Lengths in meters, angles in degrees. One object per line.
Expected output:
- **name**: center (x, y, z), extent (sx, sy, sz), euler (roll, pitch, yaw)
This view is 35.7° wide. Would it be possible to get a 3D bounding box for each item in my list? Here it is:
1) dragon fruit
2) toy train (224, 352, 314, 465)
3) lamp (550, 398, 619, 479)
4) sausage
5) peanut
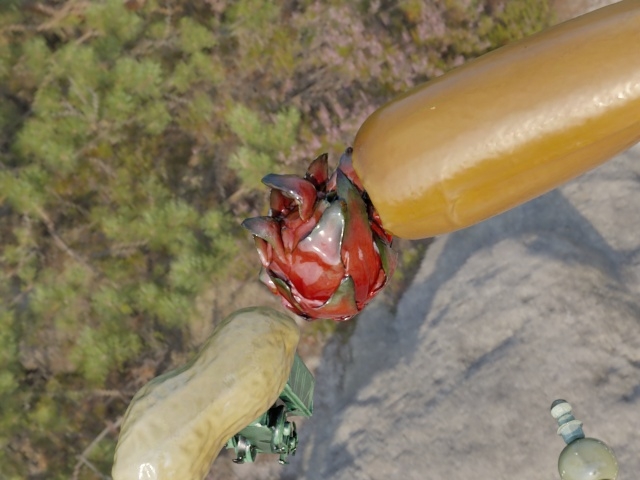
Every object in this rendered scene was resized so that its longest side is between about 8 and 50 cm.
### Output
- **dragon fruit**: center (0.007, 0.001, 0.860), extent (0.121, 0.142, 0.130), euler (6, 49, 13)
- **toy train**: center (-0.083, 0.234, 1.422), extent (0.115, 0.269, 0.154), euler (-2, 69, 9)
- **lamp**: center (0.401, 0.317, 1.554), extent (0.091, 0.091, 0.163), euler (-27, 46, 10)
- **sausage**: center (0.195, -0.109, 0.737), extent (0.354, 0.116, 0.134), euler (-23, 3, 17)
- **peanut**: center (-0.128, 0.177, 1.106), extent (0.125, 0.111, 0.274), euler (19, 54, 43)
